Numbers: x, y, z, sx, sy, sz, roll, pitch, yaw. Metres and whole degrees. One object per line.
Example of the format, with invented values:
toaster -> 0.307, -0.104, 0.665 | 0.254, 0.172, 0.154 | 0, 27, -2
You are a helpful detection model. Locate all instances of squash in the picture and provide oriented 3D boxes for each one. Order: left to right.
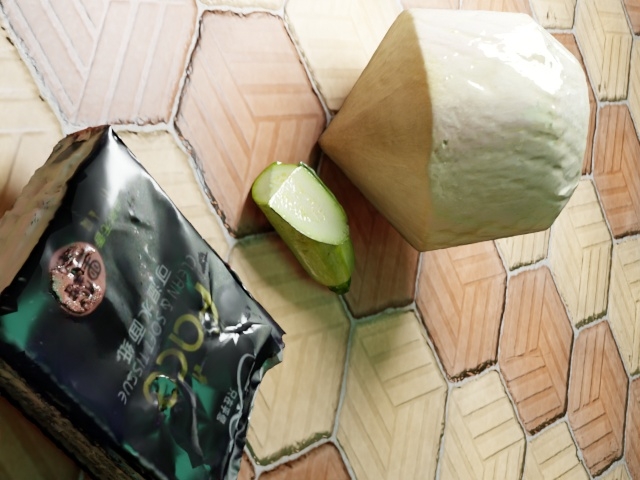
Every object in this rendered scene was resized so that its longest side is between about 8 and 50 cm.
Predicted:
squash -> 0.002, -0.002, 1.391 | 0.200, 0.075, 0.090 | 55, 19, -36

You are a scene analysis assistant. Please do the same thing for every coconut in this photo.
coconut -> 0.155, -0.130, 1.469 | 0.329, 0.329, 0.329 | 11, 76, -53

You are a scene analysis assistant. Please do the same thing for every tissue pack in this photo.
tissue pack -> -0.167, 0.085, 1.101 | 0.332, 0.123, 0.245 | 54, 48, -36
